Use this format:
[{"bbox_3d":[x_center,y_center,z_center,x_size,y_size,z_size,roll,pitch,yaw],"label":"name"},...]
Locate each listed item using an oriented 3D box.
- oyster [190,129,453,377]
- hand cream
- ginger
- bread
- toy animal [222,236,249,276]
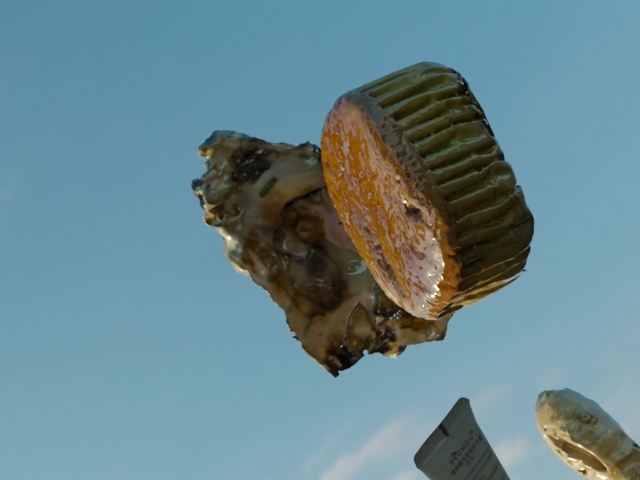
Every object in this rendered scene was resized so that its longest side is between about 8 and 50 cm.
[{"bbox_3d":[0.002,-0.002,1.291,0.201,0.355,0.107,-40,5,-4],"label":"oyster"},{"bbox_3d":[0.133,0.209,0.829,0.067,0.042,0.194,-43,-67,-23],"label":"hand cream"},{"bbox_3d":[0.401,0.319,1.167,0.122,0.348,0.363,-27,-86,-14],"label":"ginger"},{"bbox_3d":[0.106,-0.049,1.145,0.142,0.254,0.227,-17,-16,-22],"label":"bread"},{"bbox_3d":[-0.040,0.004,1.467,0.093,0.186,0.214,29,-64,-32],"label":"toy animal"}]
